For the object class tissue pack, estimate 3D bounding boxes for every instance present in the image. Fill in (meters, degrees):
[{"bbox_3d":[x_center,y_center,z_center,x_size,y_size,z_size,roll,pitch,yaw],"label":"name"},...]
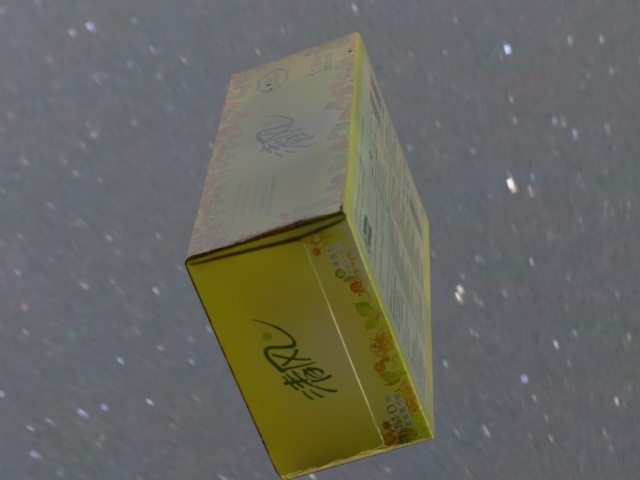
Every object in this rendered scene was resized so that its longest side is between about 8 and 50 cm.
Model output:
[{"bbox_3d":[0.000,0.000,0.661,0.062,0.095,0.176,-16,-155,12],"label":"tissue pack"}]
